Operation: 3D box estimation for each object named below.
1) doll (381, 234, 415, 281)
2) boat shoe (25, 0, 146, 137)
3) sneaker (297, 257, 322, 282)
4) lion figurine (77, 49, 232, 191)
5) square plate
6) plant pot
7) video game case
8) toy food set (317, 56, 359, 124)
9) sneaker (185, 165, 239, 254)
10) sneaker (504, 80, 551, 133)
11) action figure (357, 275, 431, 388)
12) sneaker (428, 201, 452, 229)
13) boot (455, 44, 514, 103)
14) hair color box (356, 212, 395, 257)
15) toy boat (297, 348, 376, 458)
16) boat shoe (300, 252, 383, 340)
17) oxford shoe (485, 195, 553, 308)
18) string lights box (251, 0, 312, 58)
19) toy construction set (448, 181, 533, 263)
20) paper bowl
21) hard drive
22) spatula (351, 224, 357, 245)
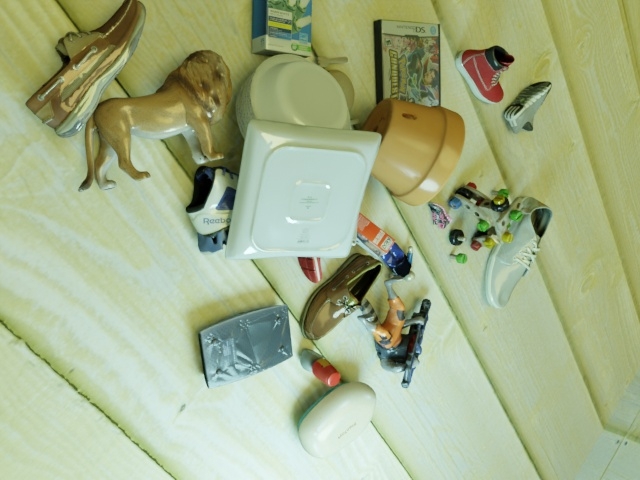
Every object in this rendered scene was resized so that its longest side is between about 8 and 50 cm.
[{"bbox_3d":[0.248,0.064,1.725,0.129,0.046,0.189,-51,122,-17],"label":"doll"},{"bbox_3d":[-0.463,-0.364,1.090,0.116,0.123,0.324,35,75,-33],"label":"boat shoe"},{"bbox_3d":[0.000,0.000,1.509,0.128,0.087,0.221,-23,112,-30],"label":"sneaker"},{"bbox_3d":[-0.355,-0.262,1.174,0.392,0.142,0.240,-22,103,-27],"label":"lion figurine"},{"bbox_3d":[-0.032,-0.099,1.290,0.347,0.049,0.344,0,117,-29],"label":"square plate"},{"bbox_3d":[0.231,-0.265,1.534,0.204,0.291,0.290,21,85,-19],"label":"plant pot"},{"bbox_3d":[0.268,-0.515,1.650,0.248,0.035,0.274,-12,104,-35],"label":"video game case"},{"bbox_3d":[0.041,-0.406,1.506,0.132,0.039,0.192,-20,104,-40],"label":"toy food set"},{"bbox_3d":[-0.196,-0.123,1.318,0.315,0.127,0.182,-39,120,-23],"label":"sneaker"},{"bbox_3d":[0.767,-0.473,2.002,0.229,0.086,0.132,-40,124,-13],"label":"sneaker"},{"bbox_3d":[0.232,0.269,1.716,0.341,0.179,0.330,-57,137,-48],"label":"action figure"},{"bbox_3d":[0.388,-0.080,1.809,0.057,0.047,0.119,-50,122,-4],"label":"sneaker"},{"bbox_3d":[0.575,-0.535,1.784,0.244,0.176,0.088,34,76,-36],"label":"boot"},{"bbox_3d":[0.119,-0.025,1.546,0.167,0.093,0.053,36,74,-5],"label":"hair color box"},{"bbox_3d":[0.028,0.457,1.586,0.268,0.148,0.318,-29,121,-24],"label":"toy boat"},{"bbox_3d":[0.062,0.160,1.567,0.110,0.104,0.307,47,70,-32],"label":"boat shoe"},{"bbox_3d":[0.737,0.043,2.030,0.169,0.130,0.449,30,81,-37],"label":"oxford shoe"},{"bbox_3d":[-0.094,-0.589,1.346,0.133,0.077,0.259,-4,100,-34],"label":"string lights box"},{"bbox_3d":[0.612,-0.076,1.848,0.309,0.237,0.257,-21,110,-32],"label":"toy construction set"},{"bbox_3d":[-0.050,-0.315,1.327,0.284,0.148,0.284,10,71,-31],"label":"paper bowl"},{"bbox_3d":[-0.195,0.267,1.429,0.255,0.054,0.171,-14,106,-34],"label":"hard drive"},{"bbox_3d":[0.040,-0.112,1.481,0.168,0.019,0.242,18,63,-22],"label":"spatula"}]
